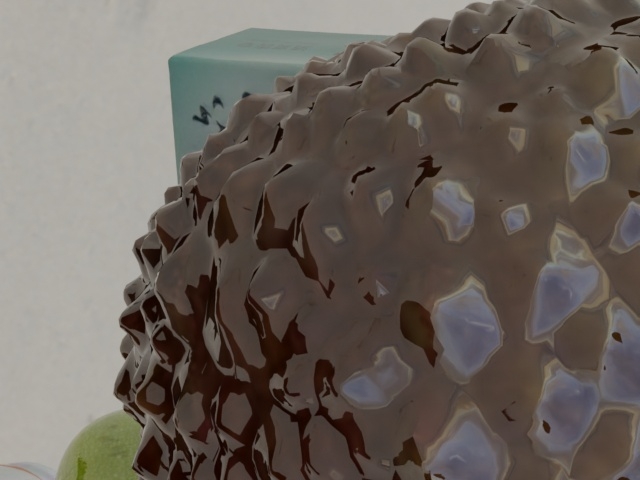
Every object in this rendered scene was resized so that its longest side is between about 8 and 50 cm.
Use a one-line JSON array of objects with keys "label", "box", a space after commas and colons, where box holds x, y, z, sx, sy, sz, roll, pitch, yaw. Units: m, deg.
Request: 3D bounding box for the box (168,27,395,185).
[{"label": "box", "box": [0.000, 0.000, 0.870, 0.092, 0.153, 0.244, -30, 122, -54]}]

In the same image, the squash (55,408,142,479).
[{"label": "squash", "box": [-0.124, 0.181, 0.931, 0.186, 0.123, 0.123, -114, -140, -63]}]

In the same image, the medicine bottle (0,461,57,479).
[{"label": "medicine bottle", "box": [-0.381, 0.327, 1.369, 0.316, 0.202, 0.202, 3, 111, -61]}]

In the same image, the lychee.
[{"label": "lychee", "box": [0.075, 0.059, 0.419, 0.267, 0.267, 0.267, -52, 158, -31]}]
